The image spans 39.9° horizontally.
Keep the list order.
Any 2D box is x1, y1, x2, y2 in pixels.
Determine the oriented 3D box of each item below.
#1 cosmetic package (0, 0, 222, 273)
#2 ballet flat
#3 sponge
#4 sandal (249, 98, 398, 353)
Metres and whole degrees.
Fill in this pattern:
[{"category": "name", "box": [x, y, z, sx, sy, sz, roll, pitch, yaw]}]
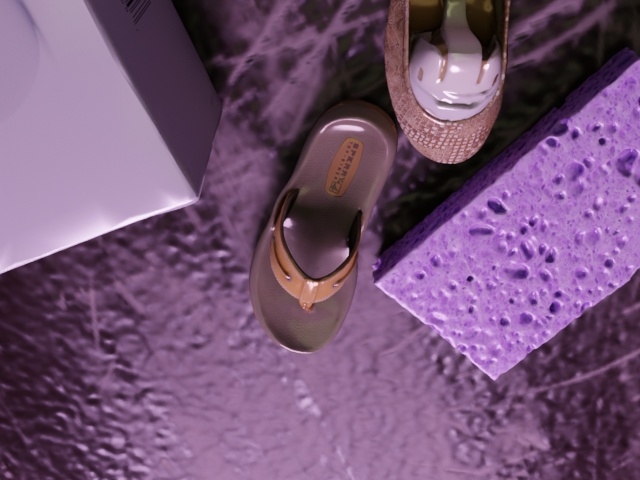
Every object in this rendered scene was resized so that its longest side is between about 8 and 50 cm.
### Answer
[{"category": "cosmetic package", "box": [-0.202, -0.101, 0.447, 0.225, 0.138, 0.224, -20, 117, 10]}, {"category": "ballet flat", "box": [0.070, -0.126, 0.468, 0.073, 0.067, 0.206, -4, 119, 2]}, {"category": "sponge", "box": [0.147, -0.008, 0.553, 0.117, 0.031, 0.210, 41, 112, -19]}, {"category": "sandal", "box": [0.000, 0.000, 0.550, 0.072, 0.049, 0.180, 16, 118, -8]}]
